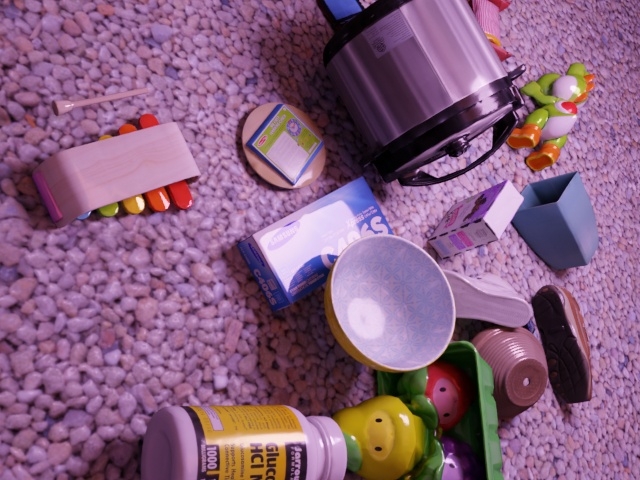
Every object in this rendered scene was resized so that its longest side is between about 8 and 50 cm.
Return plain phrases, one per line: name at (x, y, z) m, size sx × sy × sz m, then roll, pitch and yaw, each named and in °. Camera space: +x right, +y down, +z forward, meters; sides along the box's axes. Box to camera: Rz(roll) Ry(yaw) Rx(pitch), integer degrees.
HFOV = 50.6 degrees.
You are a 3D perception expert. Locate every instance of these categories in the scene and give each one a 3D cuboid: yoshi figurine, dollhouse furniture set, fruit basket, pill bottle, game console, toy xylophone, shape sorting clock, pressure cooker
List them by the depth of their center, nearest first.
pill bottle at (-0.127, 0.385, 1.192) m, size 0.333 × 0.188 × 0.188 m, roll 8°, pitch 70°, yaw -33°
toy xylophone at (-0.372, -0.158, 1.269) m, size 0.322 × 0.081 × 0.236 m, roll -15°, pitch 83°, yaw -38°
fruit basket at (0.199, 0.400, 1.393) m, size 0.392 × 0.282 × 0.392 m, roll 24°, pitch 59°, yaw -47°
shape sorting clock at (-0.081, -0.212, 1.520) m, size 0.206 × 0.040 × 0.206 m, roll 9°, pitch 72°, yaw -30°
pressure cooker at (0.242, -0.343, 1.589) m, size 0.375 × 0.370 × 0.421 m, roll -30°, pitch 89°, yaw -34°
game console at (0.085, -0.604, 1.747) m, size 0.144 × 0.124 × 0.085 m, roll -34°, pitch 122°, yaw -37°
dollhouse furniture set at (0.354, -0.629, 1.899) m, size 0.374 × 0.152 × 0.201 m, roll 16°, pitch 66°, yaw -30°
yoshi figurine at (0.698, -0.394, 2.087) m, size 0.203 × 0.204 × 0.362 m, roll 27°, pitch 68°, yaw 21°

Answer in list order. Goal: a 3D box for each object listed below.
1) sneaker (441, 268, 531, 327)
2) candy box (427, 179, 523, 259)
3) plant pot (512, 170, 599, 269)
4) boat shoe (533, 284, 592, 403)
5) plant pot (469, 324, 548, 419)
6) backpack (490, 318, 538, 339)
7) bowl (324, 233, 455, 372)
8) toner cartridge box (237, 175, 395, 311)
sneaker at (0.364, 0.128, 1.692) m, size 0.292 × 0.169 × 0.108 m, roll 19°, pitch 103°, yaw 1°
candy box at (0.387, -0.050, 1.698) m, size 0.070 × 0.196 × 0.165 m, roll 49°, pitch 53°, yaw -11°
plant pot at (0.683, -0.042, 1.938) m, size 0.165 × 0.165 × 0.234 m, roll -45°, pitch 110°, yaw -37°
boat shoe at (0.687, 0.277, 1.852) m, size 0.119 × 0.122 × 0.324 m, roll 1°, pitch 75°, yaw -38°
plant pot at (0.460, 0.325, 1.624) m, size 0.237 × 0.109 × 0.238 m, roll -2°, pitch 97°, yaw -19°
backpack at (0.504, 0.237, 1.746) m, size 0.114 × 0.105 × 0.084 m, roll 63°, pitch 31°, yaw -13°
bowl at (0.120, 0.148, 1.424) m, size 0.289 × 0.156 × 0.290 m, roll 10°, pitch 63°, yaw -21°
toner cartridge box at (0.000, 0.000, 1.485) m, size 0.347 × 0.075 × 0.165 m, roll -31°, pitch 93°, yaw -38°
